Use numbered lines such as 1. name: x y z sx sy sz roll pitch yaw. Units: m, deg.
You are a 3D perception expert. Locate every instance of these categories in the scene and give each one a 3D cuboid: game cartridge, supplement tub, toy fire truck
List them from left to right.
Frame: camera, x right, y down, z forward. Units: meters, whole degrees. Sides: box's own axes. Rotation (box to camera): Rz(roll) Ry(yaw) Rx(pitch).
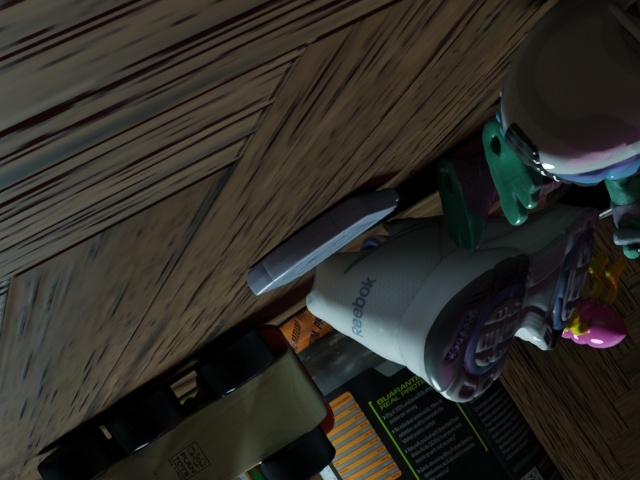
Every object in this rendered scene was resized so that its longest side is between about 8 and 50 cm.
1. toy fire truck: -0.092 0.174 0.992 0.217 0.158 0.246 -33 -175 1
2. game cartridge: 0.000 0.000 0.641 0.083 0.017 0.056 -36 176 26
3. supplement tub: 0.092 0.187 1.125 0.193 0.316 0.193 -32 174 -4

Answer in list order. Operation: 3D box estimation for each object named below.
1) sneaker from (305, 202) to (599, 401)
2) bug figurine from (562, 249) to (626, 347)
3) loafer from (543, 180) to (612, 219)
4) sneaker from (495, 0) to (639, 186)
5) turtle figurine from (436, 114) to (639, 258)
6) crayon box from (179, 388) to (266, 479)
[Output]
1. sneaker: 0.103 0.017 0.814 0.297 0.129 0.111 -9 116 -60
2. bug figurine: 0.212 0.012 1.031 0.279 0.072 0.216 -39 -147 -22
3. loafer: 0.242 -0.069 0.839 0.084 0.096 0.267 -58 -175 -22
4. sneaker: 0.140 -0.096 0.421 0.190 0.071 0.083 -40 168 -10
5. turtle figurine: 0.191 -0.058 0.681 0.234 0.118 0.175 -14 153 -17
6. crayon box: -0.191 0.291 1.216 0.278 0.165 0.081 -32 173 1
